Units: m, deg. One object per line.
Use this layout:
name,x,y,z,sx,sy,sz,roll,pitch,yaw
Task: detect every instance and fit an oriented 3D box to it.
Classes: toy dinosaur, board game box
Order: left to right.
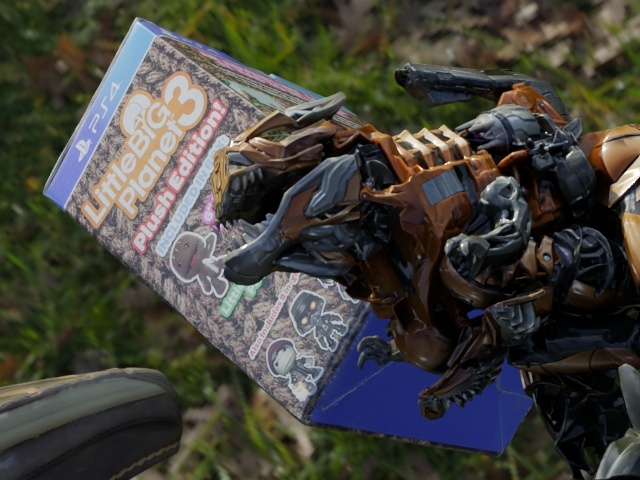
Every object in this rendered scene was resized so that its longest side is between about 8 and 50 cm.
board game box,0.000,0.000,1.158,0.291,0.232,0.141,38,103,38
toy dinosaur,0.120,0.020,0.701,0.322,0.164,0.218,-5,61,0

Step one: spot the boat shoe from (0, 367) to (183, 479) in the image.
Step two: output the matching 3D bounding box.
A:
boat shoe,-0.207,0.159,0.774,0.355,0.130,0.132,-22,7,-38
